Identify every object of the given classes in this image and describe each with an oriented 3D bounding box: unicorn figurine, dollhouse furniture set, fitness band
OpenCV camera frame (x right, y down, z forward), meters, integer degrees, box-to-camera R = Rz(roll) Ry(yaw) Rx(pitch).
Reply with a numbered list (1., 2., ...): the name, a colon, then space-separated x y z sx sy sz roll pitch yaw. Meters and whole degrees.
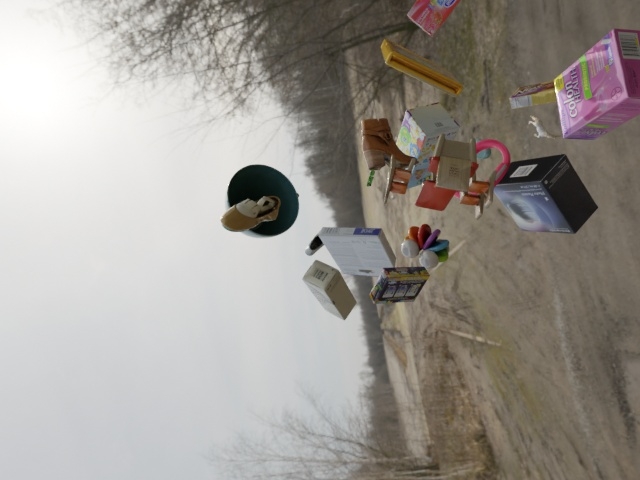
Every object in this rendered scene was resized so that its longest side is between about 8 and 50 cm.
1. unicorn figurine: 1.112 -0.556 2.048 0.162 0.060 0.111 36 -169 -16
2. dollhouse furniture set: 0.296 -0.133 1.008 0.259 0.262 0.135 82 -161 -71
3. fitness band: 0.689 -0.305 1.781 0.054 0.291 0.209 25 -161 -41

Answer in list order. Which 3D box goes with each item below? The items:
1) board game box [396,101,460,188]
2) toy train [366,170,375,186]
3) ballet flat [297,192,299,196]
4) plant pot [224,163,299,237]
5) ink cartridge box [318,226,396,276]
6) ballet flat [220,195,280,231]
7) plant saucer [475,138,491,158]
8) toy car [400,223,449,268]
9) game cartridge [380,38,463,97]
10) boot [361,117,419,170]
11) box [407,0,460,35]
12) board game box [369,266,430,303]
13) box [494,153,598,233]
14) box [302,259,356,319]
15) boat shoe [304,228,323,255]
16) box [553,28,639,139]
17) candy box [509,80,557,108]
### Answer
1. board game box: 0.379 -0.348 1.525 0.275 0.144 0.142 98 150 -56
2. toy train: 0.236 -0.290 1.915 0.017 0.024 0.083 88 -161 -83
3. ballet flat: -0.148 -0.202 1.828 0.041 0.114 0.041 -4 -85 -51
4. plant pot: -0.256 -0.130 1.625 0.195 0.290 0.290 -29 67 57
5. ink cartridge box: 0.199 0.059 2.025 0.330 0.324 0.071 56 -134 -43
6. ballet flat: -0.177 -0.081 1.065 0.073 0.080 0.232 -57 -10 22
7. plant saucer: 0.787 -0.448 2.026 0.119 0.021 0.119 43 162 18
8. toy car: 0.408 0.007 1.547 0.159 0.182 0.136 -31 -37 -43
9. game cartridge: 0.364 -0.648 1.509 0.323 0.285 0.052 -83 17 -54
10. boot: 0.211 -0.291 1.229 0.073 0.197 0.152 -20 77 56
11. box: 0.444 -0.887 1.471 0.128 0.257 0.122 38 -152 -4
12. board game box: 0.273 0.155 1.419 0.048 0.170 0.141 -114 33 -44
13. box: 0.968 -0.193 1.785 0.294 0.183 0.296 48 170 -15
14. box: 0.039 0.189 1.519 0.094 0.113 0.275 -54 -35 -18
15. boat shoe: -0.001 0.000 2.334 0.079 0.227 0.081 43 147 -1
16. box: 0.840 -0.451 1.212 0.243 0.117 0.213 122 147 -76
17. candy box: 0.869 -0.584 1.626 0.109 0.187 0.053 -45 -57 -30
